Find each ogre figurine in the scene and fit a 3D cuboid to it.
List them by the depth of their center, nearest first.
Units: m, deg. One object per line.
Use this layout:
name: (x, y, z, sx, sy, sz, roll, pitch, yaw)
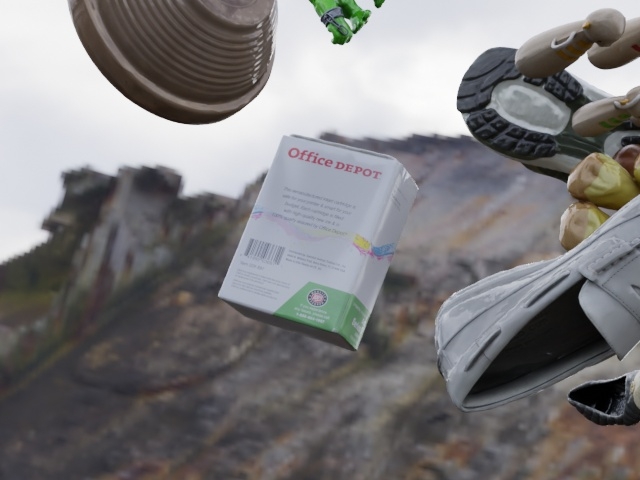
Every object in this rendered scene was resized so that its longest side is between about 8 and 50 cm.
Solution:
ogre figurine: (0.035, -0.355, 2.029, 0.118, 0.197, 0.097, 39, -20, -2)

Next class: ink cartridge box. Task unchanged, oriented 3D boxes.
ink cartridge box: (0.000, 0.000, 1.687, 0.154, 0.212, 0.093, 15, -13, 24)

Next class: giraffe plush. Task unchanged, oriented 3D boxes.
giraffe plush: (0.373, -0.002, 1.636, 0.210, 0.181, 0.170, 8, -9, 11)

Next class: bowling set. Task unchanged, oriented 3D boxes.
bowling set: (0.379, -0.168, 1.655, 0.287, 0.199, 0.154, -17, -2, -33)

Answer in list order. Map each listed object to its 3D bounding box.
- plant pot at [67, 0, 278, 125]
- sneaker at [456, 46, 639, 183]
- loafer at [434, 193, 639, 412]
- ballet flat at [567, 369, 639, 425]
plant pot: (-0.124, -0.243, 1.462, 0.237, 0.237, 0.110, 22, -33, -31)
sneaker: (0.369, -0.107, 1.860, 0.410, 0.158, 0.182, 32, 1, 11)
loafer: (0.237, 0.046, 1.173, 0.319, 0.111, 0.112, -30, -55, 23)
ballet flat: (0.320, 0.173, 1.613, 0.049, 0.057, 0.173, 18, -18, -8)
